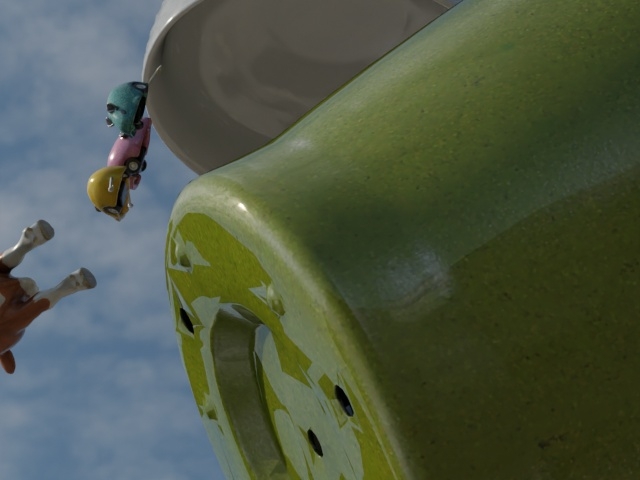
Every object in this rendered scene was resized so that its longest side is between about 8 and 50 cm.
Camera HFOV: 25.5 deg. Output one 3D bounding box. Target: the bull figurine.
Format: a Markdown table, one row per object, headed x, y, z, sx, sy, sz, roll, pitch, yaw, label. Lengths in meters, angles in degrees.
| x | y | z | sx | sy | sz | roll | pitch | yaw | label |
| --- | --- | --- | --- | --- | --- | --- | --- | --- | --- |
| -0.335 | 0.055 | 1.324 | 0.188 | 0.101 | 0.310 | -36 | -17 | 21 | bull figurine |

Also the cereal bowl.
| x | y | z | sx | sy | sz | roll | pitch | yaw | label |
| --- | --- | --- | --- | --- | --- | --- | --- | --- | --- |
| 0.009 | -0.176 | 1.325 | 0.339 | 0.141 | 0.339 | 3 | -37 | 2 | cereal bowl |

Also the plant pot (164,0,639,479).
| x | y | z | sx | sy | sz | roll | pitch | yaw | label |
| --- | --- | --- | --- | --- | --- | --- | --- | --- | --- |
| 0.134 | 0.022 | 0.632 | 0.353 | 0.366 | 0.366 | -22 | -39 | -22 | plant pot |

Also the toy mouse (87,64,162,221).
| x | y | z | sx | sy | sz | roll | pitch | yaw | label |
| --- | --- | --- | --- | --- | --- | --- | --- | --- | --- |
| -0.162 | -0.085 | 1.167 | 0.031 | 0.143 | 0.161 | 12 | -17 | 1 | toy mouse |
